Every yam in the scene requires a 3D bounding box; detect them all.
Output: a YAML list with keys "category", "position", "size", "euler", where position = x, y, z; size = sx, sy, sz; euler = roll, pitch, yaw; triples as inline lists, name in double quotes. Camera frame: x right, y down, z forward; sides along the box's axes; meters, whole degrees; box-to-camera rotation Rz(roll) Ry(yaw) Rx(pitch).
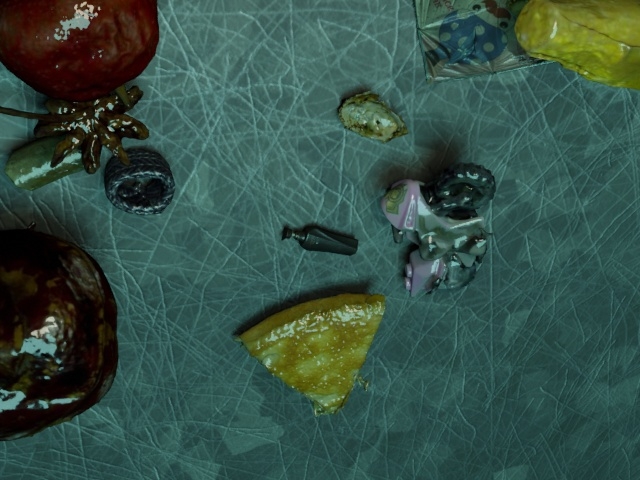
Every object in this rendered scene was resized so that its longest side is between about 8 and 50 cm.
- category: "yam"
  position: [-0.396, -0.124, 1.656]
  size: [0.147, 0.069, 0.069]
  euler: [-23, 129, -3]

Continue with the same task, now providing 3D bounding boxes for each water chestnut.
- category: "water chestnut"
  position: [-0.457, 0.147, 1.711]
  size: [0.335, 0.335, 0.347]
  euler: [-32, 159, 6]

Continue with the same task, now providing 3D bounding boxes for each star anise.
- category: "star anise"
  position: [-0.358, -0.165, 1.588]
  size: [0.234, 0.073, 0.177]
  euler: [-28, 89, -8]

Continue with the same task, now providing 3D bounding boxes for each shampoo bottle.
- category: "shampoo bottle"
  position: [0.000, 0.000, 1.910]
  size: [0.137, 0.027, 0.048]
  euler: [13, 118, -26]

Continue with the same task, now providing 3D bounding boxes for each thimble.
- category: "thimble"
  position: [-0.280, -0.091, 1.720]
  size: [0.104, 0.066, 0.095]
  euler: [23, 118, -31]

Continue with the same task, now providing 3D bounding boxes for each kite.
- category: "kite"
  position: [0.262, -0.350, 1.710]
  size: [0.335, 0.011, 0.314]
  euler: [23, 129, -22]

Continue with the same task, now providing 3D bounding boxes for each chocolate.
- category: "chocolate"
  position: [0.481, -0.299, 1.719]
  size: [0.446, 0.162, 0.162]
  euler: [-1, 126, -34]

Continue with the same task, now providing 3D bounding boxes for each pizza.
- category: "pizza"
  position: [-0.012, 0.222, 2.048]
  size: [0.280, 0.075, 0.287]
  euler: [-11, 130, -6]

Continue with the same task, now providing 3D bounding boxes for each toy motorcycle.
- category: "toy motorcycle"
  position: [0.190, -0.014, 1.906]
  size: [0.188, 0.143, 0.327]
  euler: [-4, 142, -6]

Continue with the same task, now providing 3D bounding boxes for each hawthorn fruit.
- category: "hawthorn fruit"
  position: [-0.314, -0.279, 1.485]
  size: [0.230, 0.210, 0.266]
  euler: [-46, 145, -13]

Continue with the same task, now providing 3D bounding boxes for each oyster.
- category: "oyster"
  position: [0.084, -0.194, 1.795]
  size: [0.086, 0.029, 0.132]
  euler: [-31, 133, 12]

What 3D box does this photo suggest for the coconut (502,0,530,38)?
- category: "coconut"
  position: [0.349, -0.388, 1.717]
  size: [0.158, 0.055, 0.133]
  euler: [-13, 131, 11]
